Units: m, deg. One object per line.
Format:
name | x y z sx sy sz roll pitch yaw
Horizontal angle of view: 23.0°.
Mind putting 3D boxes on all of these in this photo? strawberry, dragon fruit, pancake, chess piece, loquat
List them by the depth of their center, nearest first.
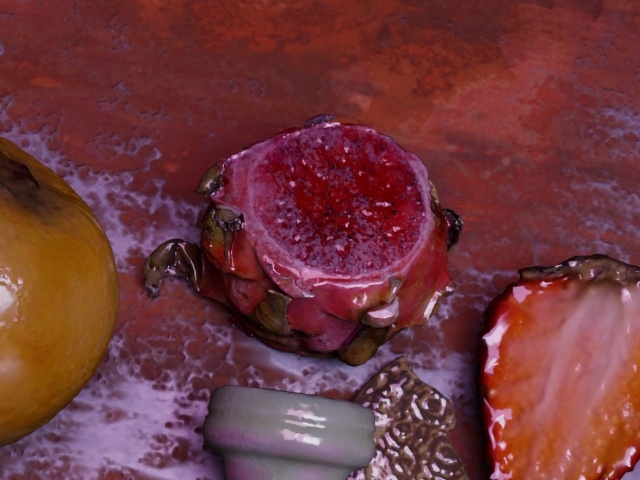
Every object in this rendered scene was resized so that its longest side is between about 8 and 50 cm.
loquat | -0.284 0.031 1.176 0.263 0.263 0.263 4 71 -11
chess piece | -0.040 0.255 1.241 0.139 0.139 0.272 10 82 -9
dragon fruit | 0.000 0.000 1.310 0.282 0.147 0.211 -6 74 -16
strawberry | 0.222 0.134 1.337 0.190 0.111 0.236 17 78 24
pancake | 0.101 0.189 1.337 0.184 0.020 0.190 -4 74 -13
